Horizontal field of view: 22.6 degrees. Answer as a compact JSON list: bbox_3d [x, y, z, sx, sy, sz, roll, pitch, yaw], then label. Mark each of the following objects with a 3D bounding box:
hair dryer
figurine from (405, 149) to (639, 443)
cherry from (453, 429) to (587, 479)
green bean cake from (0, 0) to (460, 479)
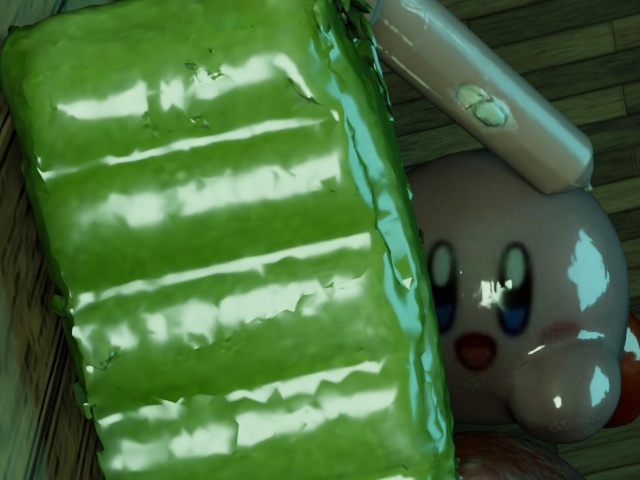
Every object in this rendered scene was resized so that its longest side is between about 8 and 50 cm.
[{"bbox_3d":[0.063,-0.131,1.053,0.352,0.125,0.210,37,21,-19],"label":"hair dryer"},{"bbox_3d":[0.124,0.038,1.224,0.261,0.269,0.211,9,86,-79],"label":"figurine"},{"bbox_3d":[0.123,0.257,1.223,0.239,0.206,0.239,33,38,-30],"label":"cherry"},{"bbox_3d":[-0.019,0.014,0.528,0.214,0.113,0.200,-77,153,-82],"label":"green bean cake"}]
